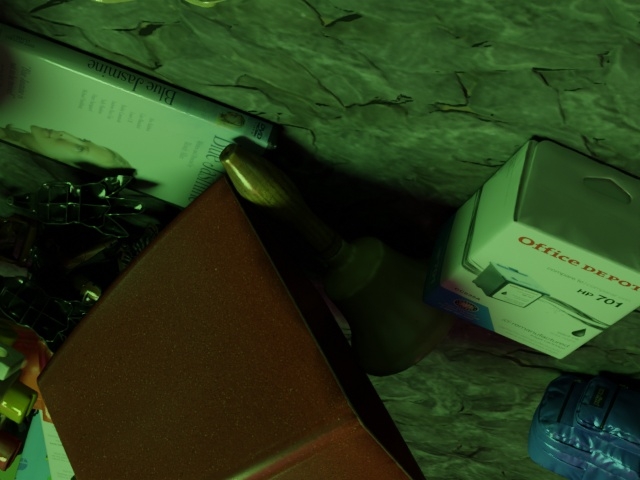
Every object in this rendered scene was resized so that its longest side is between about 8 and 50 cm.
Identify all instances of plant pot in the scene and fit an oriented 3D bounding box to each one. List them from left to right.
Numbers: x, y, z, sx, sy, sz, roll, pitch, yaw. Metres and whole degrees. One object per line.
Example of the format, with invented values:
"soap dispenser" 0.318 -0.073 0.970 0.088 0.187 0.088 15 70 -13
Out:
"plant pot" -0.083 0.154 1.364 0.235 0.267 0.267 -31 147 3

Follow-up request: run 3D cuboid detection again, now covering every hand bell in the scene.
"hand bell" 0.000 0.000 1.347 0.126 0.126 0.242 -12 136 46

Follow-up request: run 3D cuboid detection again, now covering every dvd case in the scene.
"dvd case" -0.172 -0.094 1.363 0.253 0.022 0.180 20 154 -6

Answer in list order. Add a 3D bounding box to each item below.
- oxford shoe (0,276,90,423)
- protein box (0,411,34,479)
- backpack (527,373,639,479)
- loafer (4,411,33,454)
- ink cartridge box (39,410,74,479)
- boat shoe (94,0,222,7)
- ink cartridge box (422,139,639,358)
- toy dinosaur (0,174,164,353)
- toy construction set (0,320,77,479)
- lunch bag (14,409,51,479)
"oxford shoe" -0.321 0.094 1.596 0.363 0.133 0.130 16 119 10
"protein box" -0.421 0.347 2.176 0.201 0.200 0.136 23 153 -10
"backpack" 0.269 0.182 1.552 0.120 0.098 0.101 20 134 15
"loafer" -0.422 0.194 1.995 0.095 0.109 0.302 2 147 21
"ink cartridge box" -0.222 0.200 1.762 0.175 0.069 0.371 10 126 15
"boat shoe" -0.079 -0.209 0.980 0.121 0.110 0.341 32 150 -27
"ink cartridge box" 0.184 0.011 1.283 0.139 0.082 0.191 22 155 -9
"toy dinosaur" -0.230 0.029 1.498 0.322 0.164 0.218 -3 179 -1
"toy construction set" -0.358 0.113 1.434 0.309 0.237 0.257 36 -156 31
"lunch bag" -0.218 0.311 1.946 0.293 0.221 0.138 13 165 6
